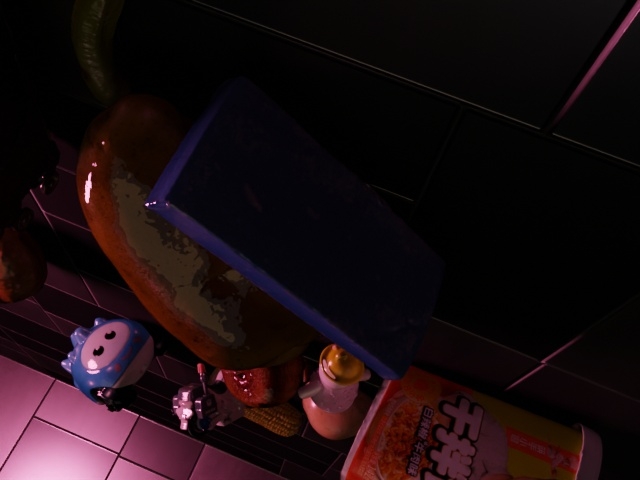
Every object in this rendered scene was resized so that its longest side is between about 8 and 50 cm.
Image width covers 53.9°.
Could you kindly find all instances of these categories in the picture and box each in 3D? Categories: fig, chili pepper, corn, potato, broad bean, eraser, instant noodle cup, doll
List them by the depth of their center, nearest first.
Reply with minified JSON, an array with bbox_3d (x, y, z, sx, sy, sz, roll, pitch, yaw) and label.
[{"bbox_3d":[-0.189,-0.179,0.539,0.049,0.043,0.208,37,153,3],"label":"chili pepper"},{"bbox_3d":[0.000,0.000,0.594,0.312,0.144,0.043,40,151,-28],"label":"eraser"},{"bbox_3d":[-0.112,0.009,0.673,0.196,0.176,0.369,-4,136,39],"label":"potato"},{"bbox_3d":[0.207,0.343,0.944,0.308,0.293,0.294,24,154,15],"label":"instant noodle cup"},{"bbox_3d":[0.025,0.231,1.048,0.129,0.081,0.207,-13,150,-13],"label":"doll"},{"bbox_3d":[-0.066,0.223,1.114,0.201,0.133,0.146,7,-171,-45],"label":"fig"},{"bbox_3d":[-0.577,0.036,1.152,0.156,0.122,0.228,56,145,4],"label":"broad bean"},{"bbox_3d":[0.035,0.318,1.183,0.147,0.112,0.112,14,152,5],"label":"potato"},{"bbox_3d":[-0.150,0.378,1.462,0.248,0.081,0.081,34,151,-18],"label":"corn"}]

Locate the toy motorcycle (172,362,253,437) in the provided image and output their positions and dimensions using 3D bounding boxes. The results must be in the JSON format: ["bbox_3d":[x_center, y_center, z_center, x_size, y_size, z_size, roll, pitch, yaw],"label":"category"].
[{"bbox_3d":[-0.194,0.289,1.241,0.102,0.221,0.150,-1,99,36],"label":"toy motorcycle"}]

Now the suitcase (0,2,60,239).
[{"bbox_3d":[-0.437,-0.164,0.603,0.283,0.194,0.434,24,152,1],"label":"suitcase"}]

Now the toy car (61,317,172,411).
[{"bbox_3d":[-0.463,0.257,1.385,0.190,0.188,0.255,38,153,-13],"label":"toy car"}]
